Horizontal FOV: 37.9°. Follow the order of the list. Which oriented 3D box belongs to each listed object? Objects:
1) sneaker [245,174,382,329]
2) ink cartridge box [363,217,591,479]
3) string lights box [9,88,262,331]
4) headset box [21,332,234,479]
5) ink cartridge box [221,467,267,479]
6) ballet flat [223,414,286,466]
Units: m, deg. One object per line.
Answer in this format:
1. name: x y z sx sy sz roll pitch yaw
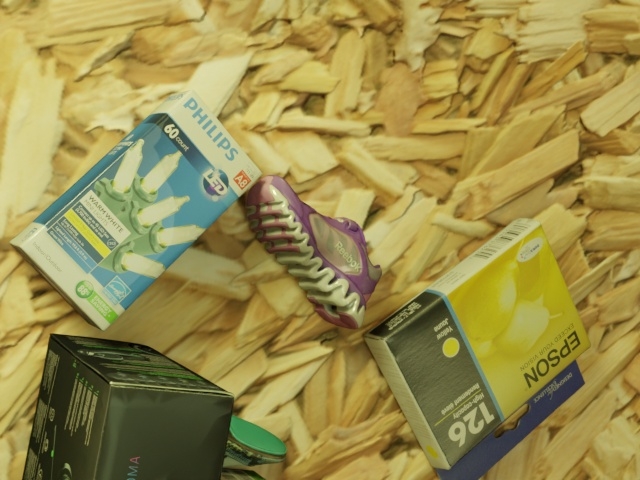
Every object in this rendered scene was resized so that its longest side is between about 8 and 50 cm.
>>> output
1. sneaker: 0.000 0.000 1.178 0.104 0.095 0.236 -49 119 -23
2. ink cartridge box: 0.250 0.177 1.337 0.303 0.072 0.307 -35 108 -22
3. string lights box: -0.207 -0.038 1.064 0.259 0.077 0.133 -47 112 -17
4. headset box: -0.213 0.245 0.970 0.131 0.283 0.246 11 89 -28
5. ink cartridge box: -0.111 0.417 1.094 0.097 0.189 0.255 13 90 -30
6. ballet flat: -0.130 0.243 1.147 0.188 0.070 0.070 31 80 -25
